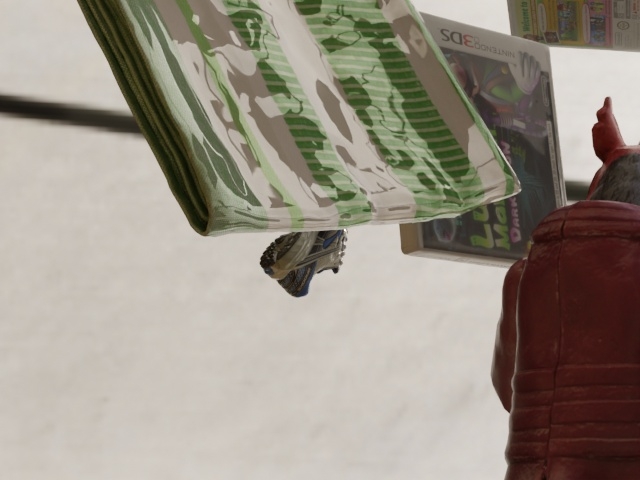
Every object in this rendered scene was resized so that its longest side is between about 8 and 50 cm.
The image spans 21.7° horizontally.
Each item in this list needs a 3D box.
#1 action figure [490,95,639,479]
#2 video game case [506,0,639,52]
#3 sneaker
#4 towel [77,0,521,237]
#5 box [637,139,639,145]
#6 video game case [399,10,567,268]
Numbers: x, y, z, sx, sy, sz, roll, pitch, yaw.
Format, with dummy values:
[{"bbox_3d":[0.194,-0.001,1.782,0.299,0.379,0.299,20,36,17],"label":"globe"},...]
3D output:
[{"bbox_3d":[0.127,0.100,0.818,0.248,0.275,0.370,-14,-112,48],"label":"action figure"},{"bbox_3d":[0.285,-0.256,1.704,0.212,0.193,0.023,67,30,-64],"label":"video game case"},{"bbox_3d":[0.000,0.000,1.509,0.052,0.135,0.058,-6,-55,52],"label":"sneaker"},{"bbox_3d":[-0.016,-0.117,1.029,0.038,0.324,0.248,-37,-109,31],"label":"towel"},{"bbox_3d":[0.365,-0.093,1.266,0.119,0.181,0.182,-107,-139,-72],"label":"box"},{"bbox_3d":[0.122,-0.074,1.277,0.022,0.173,0.190,-19,-110,47],"label":"video game case"}]
